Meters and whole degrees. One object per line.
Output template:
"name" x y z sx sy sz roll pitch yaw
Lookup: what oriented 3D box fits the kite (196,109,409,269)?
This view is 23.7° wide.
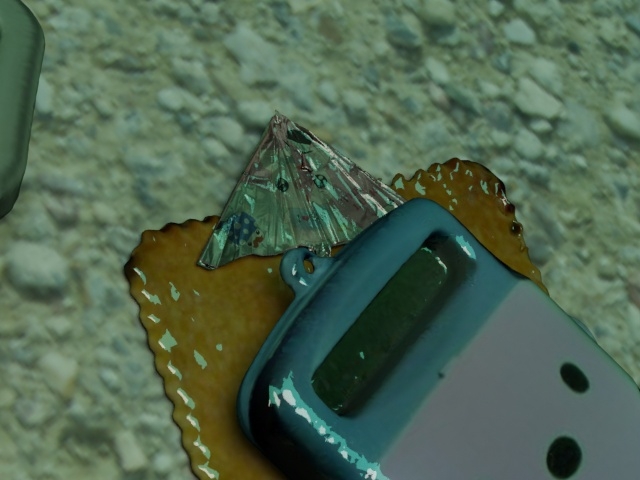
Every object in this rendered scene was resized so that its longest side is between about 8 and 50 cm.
"kite" 0.000 0.000 0.793 0.139 0.011 0.157 -8 71 -22

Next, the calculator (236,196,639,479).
"calculator" 0.089 0.106 0.753 0.293 0.051 0.173 44 59 -4

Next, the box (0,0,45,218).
"box" -0.285 -0.027 0.588 0.311 0.182 0.175 16 32 -16

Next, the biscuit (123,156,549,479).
"biscuit" 0.036 0.080 0.784 0.232 0.013 0.237 -13 74 -27
